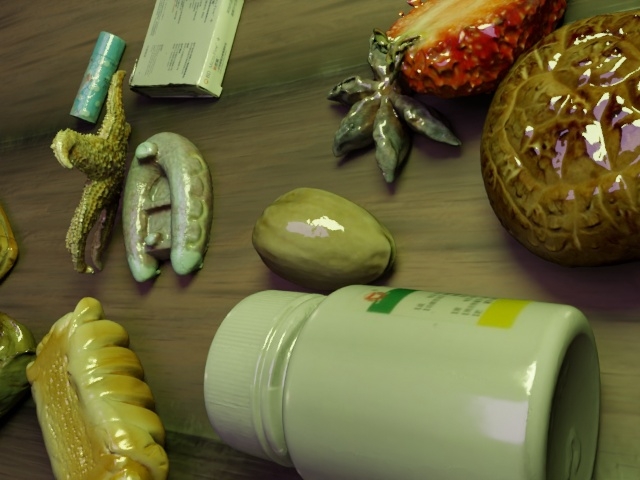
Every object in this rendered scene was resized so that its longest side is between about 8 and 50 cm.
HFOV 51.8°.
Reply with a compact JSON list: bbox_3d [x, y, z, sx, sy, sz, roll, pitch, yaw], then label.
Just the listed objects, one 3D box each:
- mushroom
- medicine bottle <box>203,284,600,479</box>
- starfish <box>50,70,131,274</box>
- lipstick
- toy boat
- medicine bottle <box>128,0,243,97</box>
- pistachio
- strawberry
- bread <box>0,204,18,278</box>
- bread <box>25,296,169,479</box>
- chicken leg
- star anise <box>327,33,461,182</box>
[{"bbox_3d":[0.264,-0.099,0.614,0.253,0.153,0.253,-19,59,37],"label":"mushroom"},{"bbox_3d":[0.069,0.149,0.632,0.340,0.208,0.208,4,79,35],"label":"medicine bottle"},{"bbox_3d":[-0.323,-0.109,0.999,0.060,0.299,0.302,9,58,0],"label":"starfish"},{"bbox_3d":[-0.394,-0.287,1.167,0.048,0.048,0.158,19,88,36],"label":"lipstick"},{"bbox_3d":[-0.238,-0.056,0.973,0.155,0.085,0.227,-11,71,32],"label":"toy boat"},{"bbox_3d":[-0.214,-0.328,1.055,0.171,0.052,0.201,7,80,35],"label":"medicine bottle"},{"bbox_3d":[0.000,0.000,0.787,0.185,0.108,0.126,5,103,28],"label":"pistachio"},{"bbox_3d":[0.185,-0.226,0.725,0.236,0.107,0.175,-20,36,12],"label":"strawberry"},{"bbox_3d":[-0.639,-0.007,1.235,0.116,0.077,0.200,-50,54,14],"label":"bread"},{"bbox_3d":[-0.303,0.244,0.908,0.173,0.121,0.311,-44,57,20],"label":"bread"},{"bbox_3d":[-0.610,0.300,1.092,0.429,0.201,0.153,-61,25,12],"label":"chicken leg"},{"bbox_3d":[0.076,-0.169,0.807,0.172,0.063,0.208,-16,68,30],"label":"star anise"}]
